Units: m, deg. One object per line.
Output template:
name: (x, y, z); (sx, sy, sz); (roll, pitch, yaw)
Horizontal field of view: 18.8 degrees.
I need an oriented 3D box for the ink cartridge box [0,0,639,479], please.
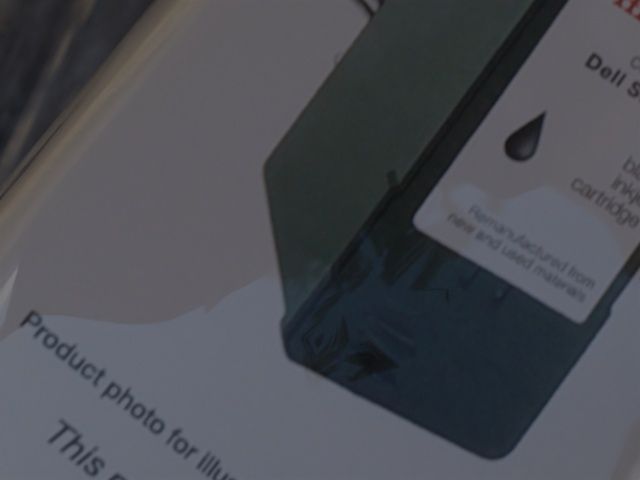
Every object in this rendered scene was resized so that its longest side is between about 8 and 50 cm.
ink cartridge box: (0.000, 0.000, 0.421); (0.289, 0.121, 0.211); (-52, -172, -15)
